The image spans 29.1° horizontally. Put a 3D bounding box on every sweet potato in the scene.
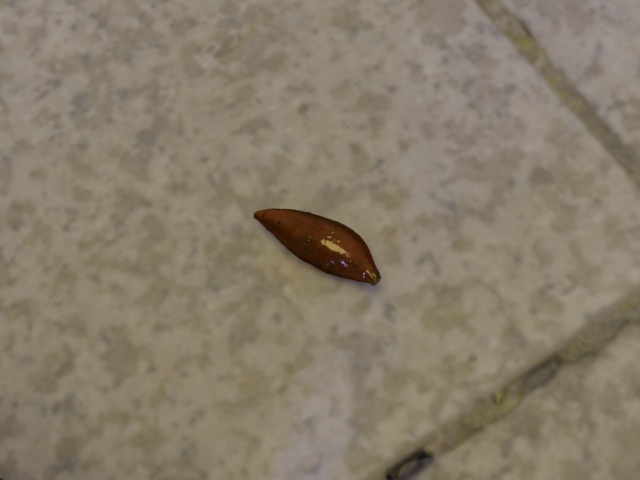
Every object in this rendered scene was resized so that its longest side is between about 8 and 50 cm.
[{"bbox_3d":[0.000,0.000,0.789,0.095,0.034,0.034,29,75,14],"label":"sweet potato"}]

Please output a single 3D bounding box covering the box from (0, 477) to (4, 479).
[{"bbox_3d":[-0.268,0.226,0.580,0.314,0.312,0.300,25,74,13],"label":"box"}]
